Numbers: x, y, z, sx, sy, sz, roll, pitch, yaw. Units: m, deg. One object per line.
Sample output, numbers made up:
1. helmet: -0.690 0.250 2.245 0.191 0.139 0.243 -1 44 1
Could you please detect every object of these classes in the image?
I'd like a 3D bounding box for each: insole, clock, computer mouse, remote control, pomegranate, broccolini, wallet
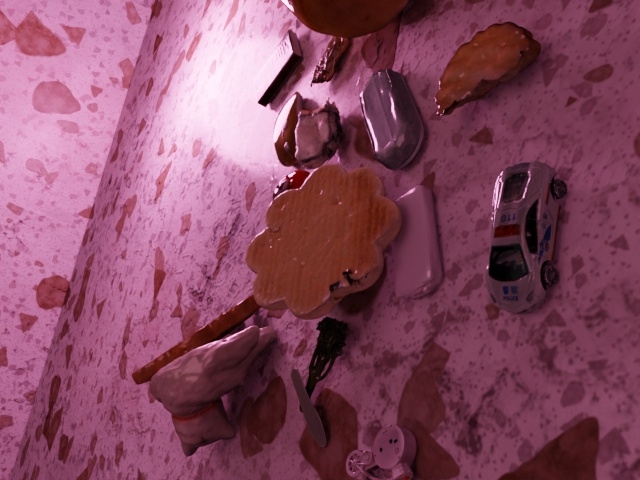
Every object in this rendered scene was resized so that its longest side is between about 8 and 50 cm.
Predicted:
1. insole: -0.022 0.293 1.147 0.053 0.002 0.152 -58 47 46
2. clock: 0.088 0.327 0.960 0.129 0.041 0.087 -40 39 34
3. computer mouse: -0.072 -0.263 1.526 0.102 0.045 0.198 -42 41 43
4. remote control: 0.125 -0.226 1.192 0.104 0.052 0.247 -48 36 31
5. pomegranate: 0.057 -0.570 1.260 0.338 0.338 0.337 -33 47 46
6. broccolini: 0.007 0.225 1.156 0.074 0.058 0.201 -43 -32 -64
7. wallet: 0.150 0.004 1.045 0.095 0.033 0.189 -39 43 44

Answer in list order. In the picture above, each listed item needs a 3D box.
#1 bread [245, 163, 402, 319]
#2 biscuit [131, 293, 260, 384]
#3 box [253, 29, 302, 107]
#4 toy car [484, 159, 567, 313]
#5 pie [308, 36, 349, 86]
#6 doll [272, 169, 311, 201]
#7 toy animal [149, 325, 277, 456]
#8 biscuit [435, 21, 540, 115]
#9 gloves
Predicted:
1. bread: 0.000 0.000 1.129 0.316 0.054 0.315 -22 49 28
2. biscuit: -0.265 0.221 1.445 0.334 0.202 0.047 -34 89 20
3. box: -0.112 -0.446 1.694 0.177 0.036 0.115 -47 39 34
4. toy car: 0.262 -0.006 0.853 0.095 0.056 0.204 -8 67 54
5. pie: 0.028 -0.416 1.463 0.169 0.034 0.092 -59 31 8
6. doll: -0.038 -0.068 1.333 0.183 0.085 0.217 -46 48 35
7. toy animal: -0.211 0.311 1.348 0.308 0.266 0.188 -19 64 2
8. biscuit: 0.256 -0.264 0.997 0.183 0.061 0.118 -31 47 44
9. gloves: 0.001 -0.216 1.353 0.115 0.070 0.153 -16 49 22
